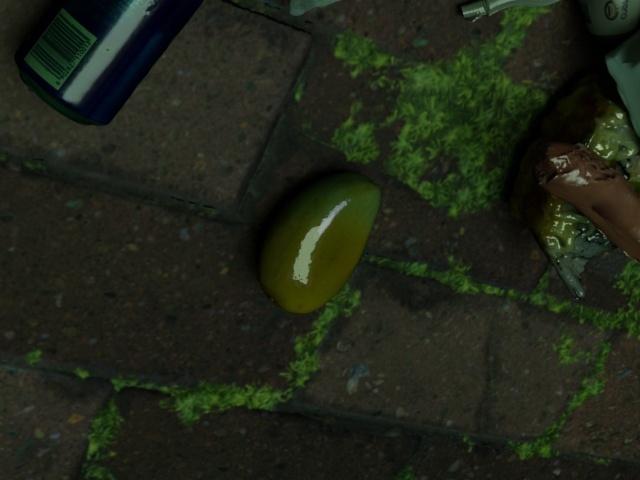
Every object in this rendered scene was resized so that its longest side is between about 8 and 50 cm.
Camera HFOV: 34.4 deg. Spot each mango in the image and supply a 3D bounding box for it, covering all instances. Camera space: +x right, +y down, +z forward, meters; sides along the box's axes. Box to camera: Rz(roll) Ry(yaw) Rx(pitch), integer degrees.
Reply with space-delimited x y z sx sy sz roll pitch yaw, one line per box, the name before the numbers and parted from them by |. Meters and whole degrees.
mango | 0.000 0.000 1.267 0.195 0.092 0.130 -47 125 1

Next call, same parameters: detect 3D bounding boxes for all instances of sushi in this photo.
sushi | 0.356 -0.076 1.357 0.184 0.139 0.274 19 112 -29

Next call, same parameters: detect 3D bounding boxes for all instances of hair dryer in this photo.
hair dryer | 0.290 -0.353 1.222 0.224 0.088 0.219 7 109 -11

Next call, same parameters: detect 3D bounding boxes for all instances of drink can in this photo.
drink can | -0.205 -0.219 1.031 0.118 0.118 0.205 35 101 -35

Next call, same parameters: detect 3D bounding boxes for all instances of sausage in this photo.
sausage | 0.368 -0.031 1.259 0.304 0.078 0.078 34 101 -28

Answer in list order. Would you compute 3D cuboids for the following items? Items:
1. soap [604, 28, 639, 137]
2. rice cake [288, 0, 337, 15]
soap | 0.484 -0.225 1.258 0.265 0.087 0.160 -37 110 -20
rice cake | 0.000 -0.321 1.051 0.069 0.063 0.206 -1 150 -2
